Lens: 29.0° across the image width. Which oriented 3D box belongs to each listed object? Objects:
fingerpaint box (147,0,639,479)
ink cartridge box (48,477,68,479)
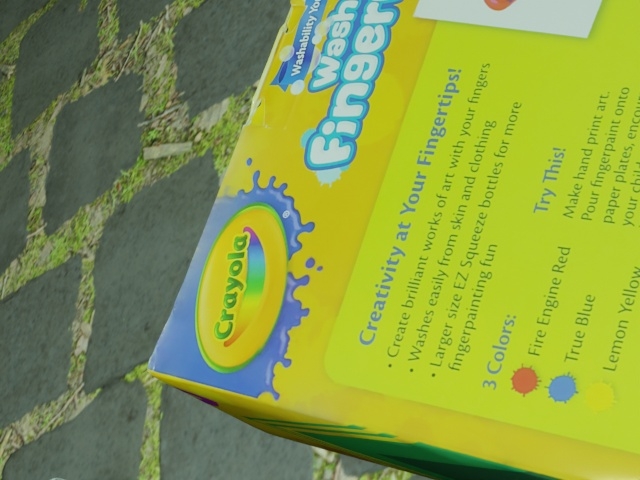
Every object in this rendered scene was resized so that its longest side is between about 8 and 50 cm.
[{"bbox_3d":[0.147,-0.064,0.782,0.371,0.163,0.444,9,72,33],"label":"fingerpaint box"},{"bbox_3d":[-0.291,0.353,1.120,0.278,0.117,0.201,-26,47,36],"label":"ink cartridge box"}]
